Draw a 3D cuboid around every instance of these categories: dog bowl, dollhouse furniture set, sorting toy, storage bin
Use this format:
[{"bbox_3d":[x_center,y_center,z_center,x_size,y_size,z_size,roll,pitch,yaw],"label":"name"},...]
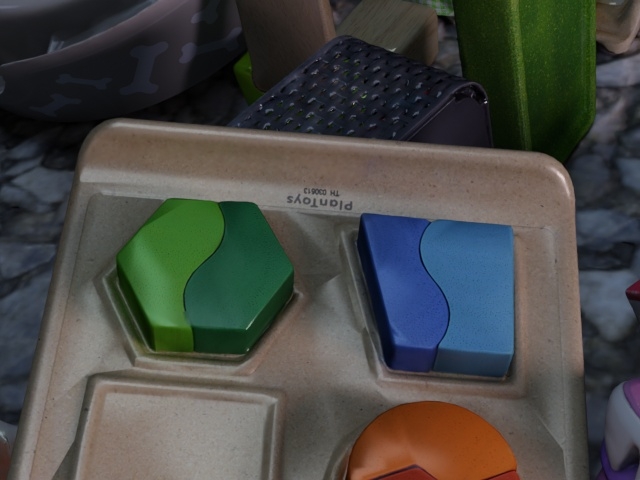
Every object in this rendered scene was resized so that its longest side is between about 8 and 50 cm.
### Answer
[{"bbox_3d":[-0.146,-0.232,0.846,0.348,0.102,0.349,-11,59,18],"label":"dog bowl"},{"bbox_3d":[0.100,-0.188,0.765,0.197,0.151,0.301,18,52,30],"label":"dollhouse furniture set"},{"bbox_3d":[-0.052,0.051,0.478,0.307,0.041,0.229,5,59,0],"label":"sorting toy"},{"bbox_3d":[0.000,0.000,0.621,0.084,0.122,0.180,26,57,35],"label":"storage bin"}]

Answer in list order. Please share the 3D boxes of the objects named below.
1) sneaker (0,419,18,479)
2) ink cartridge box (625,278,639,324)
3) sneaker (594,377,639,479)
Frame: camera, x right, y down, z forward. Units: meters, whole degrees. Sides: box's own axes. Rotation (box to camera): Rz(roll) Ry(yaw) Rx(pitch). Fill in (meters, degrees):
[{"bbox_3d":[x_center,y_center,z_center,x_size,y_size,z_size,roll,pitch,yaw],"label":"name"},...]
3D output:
[{"bbox_3d":[-0.128,0.156,0.526,0.302,0.121,0.108,25,32,12],"label":"sneaker"},{"bbox_3d":[0.230,0.012,0.561,0.150,0.063,0.109,-33,15,-18],"label":"ink cartridge box"},{"bbox_3d":[0.168,0.158,0.443,0.095,0.104,0.236,5,33,-42],"label":"sneaker"}]
